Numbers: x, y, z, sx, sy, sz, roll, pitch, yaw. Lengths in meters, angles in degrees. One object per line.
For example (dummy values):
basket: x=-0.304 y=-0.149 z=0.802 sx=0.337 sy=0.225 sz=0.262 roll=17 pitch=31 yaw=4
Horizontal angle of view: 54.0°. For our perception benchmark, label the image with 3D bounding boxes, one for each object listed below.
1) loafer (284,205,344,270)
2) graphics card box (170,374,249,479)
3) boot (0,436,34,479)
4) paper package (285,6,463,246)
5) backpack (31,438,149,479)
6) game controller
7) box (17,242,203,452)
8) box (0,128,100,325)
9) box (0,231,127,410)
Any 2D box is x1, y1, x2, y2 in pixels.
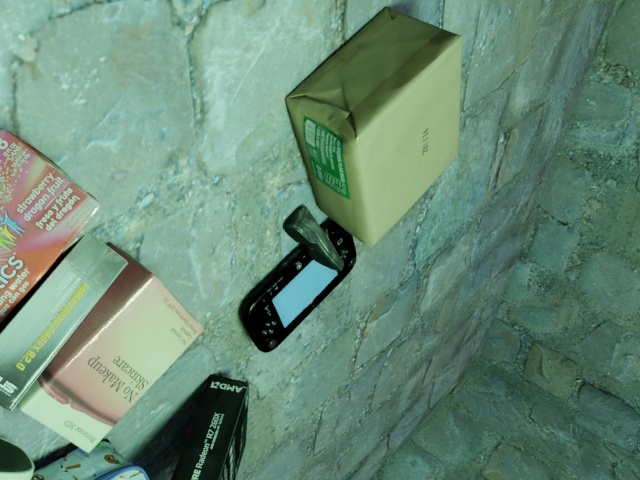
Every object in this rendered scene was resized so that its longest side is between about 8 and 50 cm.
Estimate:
loafer: x=0.000 y=0.000 z=1.266 sx=0.170 sy=0.062 sz=0.061 roll=48 pitch=62 yaw=-37
graphics card box: x=-0.226 y=0.479 z=1.221 sx=0.371 sy=0.094 sz=0.233 roll=-74 pitch=173 yaw=-51
boot: x=-0.518 y=0.344 z=0.819 sx=0.244 sy=0.088 sz=0.176 roll=28 pitch=95 yaw=-54
paper package: x=0.117 y=-0.205 z=1.177 sx=0.309 sy=0.168 sz=0.325 roll=-47 pitch=151 yaw=-20
backpack: x=-0.398 y=0.468 z=1.020 sx=0.263 sy=0.213 sz=0.277 roll=-36 pitch=144 yaw=-54
game controller: x=-0.039 y=0.093 z=1.338 sx=0.319 sy=0.067 sz=0.167 roll=-45 pitch=149 yaw=-24
box: x=-0.307 y=0.147 z=0.878 sx=0.232 sy=0.126 sz=0.149 roll=-48 pitch=139 yaw=-17
box: x=-0.357 y=0.020 z=0.649 sx=0.122 sy=0.128 sz=0.257 roll=41 pitch=81 yaw=-19
box: x=-0.322 y=0.093 z=0.712 sx=0.056 sy=0.231 sz=0.183 roll=42 pitch=62 yaw=-18
